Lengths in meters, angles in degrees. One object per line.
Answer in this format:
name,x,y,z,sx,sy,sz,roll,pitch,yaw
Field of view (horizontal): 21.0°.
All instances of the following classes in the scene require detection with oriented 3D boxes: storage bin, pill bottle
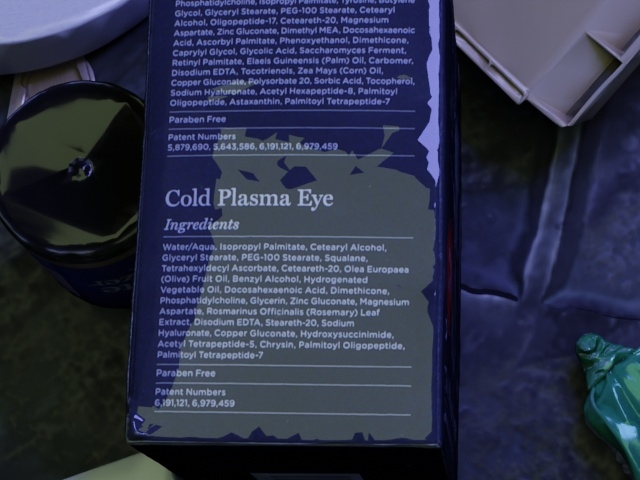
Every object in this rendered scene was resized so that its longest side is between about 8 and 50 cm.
storage bin,0.175,-0.259,1.216,0.260,0.123,0.262,46,115,12
pill bottle,-0.145,-0.021,1.192,0.123,0.219,0.122,-1,76,5

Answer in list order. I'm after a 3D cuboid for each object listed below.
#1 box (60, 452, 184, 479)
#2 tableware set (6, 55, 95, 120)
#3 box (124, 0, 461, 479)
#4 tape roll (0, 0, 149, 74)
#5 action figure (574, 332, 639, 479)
box,-0.138,0.211,1.158,0.130,0.170,0.091,-20,74,-1
tableware set,-0.248,-0.081,1.318,0.169,0.020,0.141,-5,75,4
box,0.000,0.000,1.112,0.179,0.343,0.312,-1,76,6
tape roll,-0.261,-0.318,1.318,0.392,0.072,0.392,2,74,-6
action figure,0.258,0.154,1.197,0.137,0.063,0.232,-38,80,-4
